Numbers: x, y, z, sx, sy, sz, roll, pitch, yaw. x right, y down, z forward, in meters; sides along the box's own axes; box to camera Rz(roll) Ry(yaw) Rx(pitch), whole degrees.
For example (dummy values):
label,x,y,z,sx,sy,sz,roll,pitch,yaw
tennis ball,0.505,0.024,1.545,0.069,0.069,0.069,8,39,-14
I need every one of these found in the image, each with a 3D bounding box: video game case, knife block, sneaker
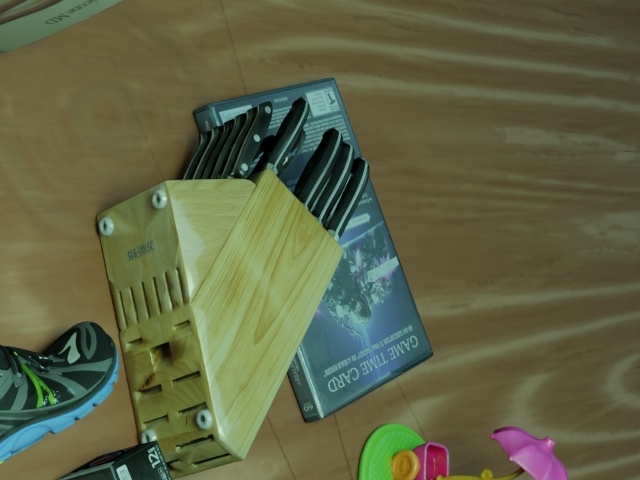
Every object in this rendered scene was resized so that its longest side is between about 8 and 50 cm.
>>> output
label,x,y,z,sx,sy,sz,roll,pitch,yaw
video game case,0.000,0.000,1.325,0.196,0.026,0.274,-21,92,-56
knife block,-0.042,0.028,1.168,0.242,0.088,0.275,-2,75,-45
sneaker,-0.197,0.090,0.971,0.188,0.067,0.078,-30,105,-52

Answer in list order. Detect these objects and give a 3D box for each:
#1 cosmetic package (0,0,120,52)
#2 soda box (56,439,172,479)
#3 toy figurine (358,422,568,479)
label,x,y,z,sx,sy,sz,roll,pitch,yaw
cosmetic package,-0.262,-0.215,0.916,0.296,0.153,0.129,5,71,-52
soda box,-0.115,0.225,1.025,0.053,0.060,0.168,-23,93,-57
toy figurine,0.134,0.224,1.281,0.130,0.159,0.173,23,57,-47
